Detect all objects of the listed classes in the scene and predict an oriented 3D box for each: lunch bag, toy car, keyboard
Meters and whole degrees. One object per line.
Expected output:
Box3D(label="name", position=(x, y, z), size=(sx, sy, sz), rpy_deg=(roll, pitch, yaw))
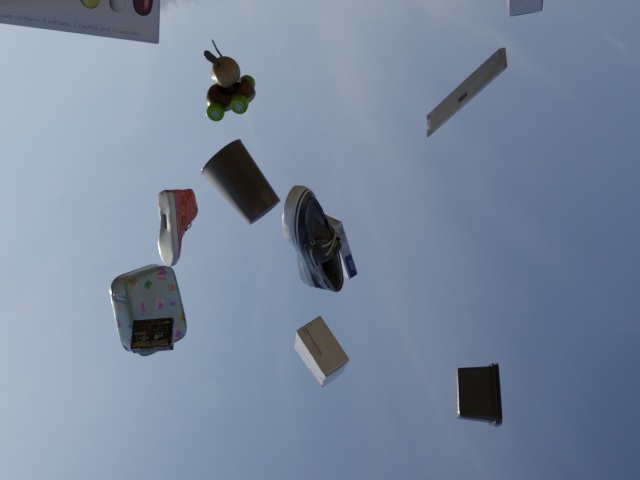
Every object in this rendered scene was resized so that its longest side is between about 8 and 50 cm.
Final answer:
Box3D(label="lunch bag", position=(-0.555, 0.226, 1.904), size=(0.108, 0.279, 0.224), rpy_deg=(3, -162, 35))
Box3D(label="toy car", position=(-0.282, -0.465, 1.652), size=(0.149, 0.188, 0.155), rpy_deg=(-13, -141, 15))
Box3D(label="keyboard", position=(0.324, -0.330, 1.320), size=(0.014, 0.256, 0.072), rpy_deg=(21, -128, -24))

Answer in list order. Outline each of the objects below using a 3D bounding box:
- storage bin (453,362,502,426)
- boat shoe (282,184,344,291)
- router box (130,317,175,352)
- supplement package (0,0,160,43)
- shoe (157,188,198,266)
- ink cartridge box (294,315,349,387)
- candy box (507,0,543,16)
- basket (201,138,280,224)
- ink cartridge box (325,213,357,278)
Box3D(label="storage bin", position=(0.345, 0.342, 1.296), size=(0.091, 0.098, 0.135), rpy_deg=(2, -111, 4))
Box3D(label="boat shoe", position=(0.000, 0.000, 1.419), size=(0.119, 0.335, 0.121), rpy_deg=(16, -125, 25))
Box3D(label="router box", position=(-0.494, 0.280, 1.721), size=(0.123, 0.038, 0.092), rpy_deg=(-4, -124, 0))
Box3D(label="supplement package", position=(-0.346, -0.364, 0.769), size=(0.262, 0.145, 0.204), rpy_deg=(1, -154, -18))
Box3D(label="shoe", position=(-0.323, -0.032, 1.335), size=(0.064, 0.177, 0.081), rpy_deg=(11, -163, 39))
Box3D(label="ink cartridge box", position=(0.001, 0.232, 1.201), size=(0.063, 0.150, 0.109), rpy_deg=(-31, -107, -15))
Box3D(label="candy box", position=(0.409, -0.591, 1.176), size=(0.070, 0.165, 0.196), rpy_deg=(-4, -115, 14))
Box3D(label="basket", position=(-0.244, -0.176, 1.840), size=(0.154, 0.227, 0.204), rpy_deg=(-39, -179, -30))
Box3D(label="ink cartridge box", position=(0.032, 0.006, 2.074), size=(0.045, 0.223, 0.224), rpy_deg=(-30, -150, -20))
